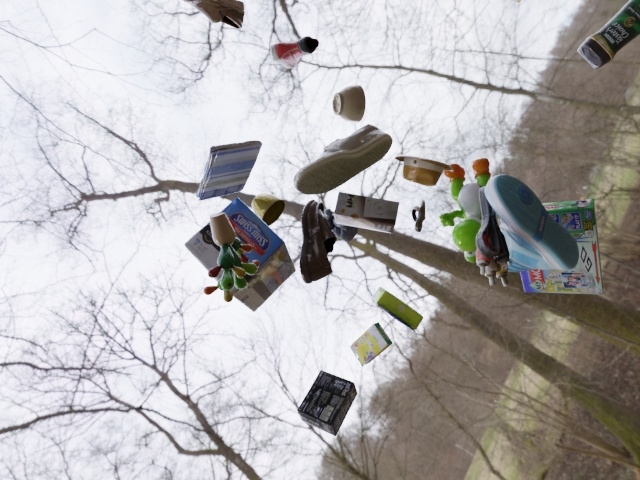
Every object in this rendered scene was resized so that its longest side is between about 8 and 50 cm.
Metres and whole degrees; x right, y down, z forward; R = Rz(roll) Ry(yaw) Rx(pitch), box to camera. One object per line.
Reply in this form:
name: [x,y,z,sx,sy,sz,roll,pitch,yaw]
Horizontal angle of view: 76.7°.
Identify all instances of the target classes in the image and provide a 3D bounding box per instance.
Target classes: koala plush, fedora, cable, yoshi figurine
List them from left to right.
koala plush: [0.152,-0.124,2.071,0.196,0.203,0.221,-15,-18,-41]
fedora: [0.325,-0.220,1.302,0.194,0.194,0.079,0,-74,-57]
yoshi figurine: [0.529,-0.106,1.426,0.203,0.203,0.362,141,129,-72]
cable: [0.413,-0.029,1.023,0.139,0.072,0.287,26,-132,-32]

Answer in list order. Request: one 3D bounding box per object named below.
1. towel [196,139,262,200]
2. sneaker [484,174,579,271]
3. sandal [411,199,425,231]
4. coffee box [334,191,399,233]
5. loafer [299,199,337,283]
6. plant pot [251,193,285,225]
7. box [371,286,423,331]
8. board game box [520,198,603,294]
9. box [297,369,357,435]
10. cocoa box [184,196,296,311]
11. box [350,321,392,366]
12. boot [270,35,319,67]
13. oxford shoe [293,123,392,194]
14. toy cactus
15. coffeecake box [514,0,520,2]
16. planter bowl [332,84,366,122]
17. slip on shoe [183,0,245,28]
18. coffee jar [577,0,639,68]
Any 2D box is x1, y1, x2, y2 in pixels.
towel: [-0.342,-0.258,1.497,0.209,0.034,0.285,-19,-21,-36]
sneaker: [0.491,-0.022,1.067,0.319,0.208,0.127,44,-118,-12]
sandal: [0.427,-0.110,1.777,0.219,0.060,0.090,-61,-31,-47]
coffee box: [0.187,-0.113,1.656,0.141,0.246,0.098,71,-150,-75]
loafer: [0.000,0.000,1.520,0.134,0.130,0.366,74,-166,-54]
plant pot: [-0.223,-0.137,1.644,0.134,0.095,0.134,-44,-19,-20]
box: [0.182,0.161,0.977,0.042,0.109,0.178,-56,-5,0]
board game box: [0.695,0.029,1.196,0.046,0.213,0.317,-55,-52,-40]
box: [0.027,0.584,1.468,0.180,0.147,0.077,-52,-40,-39]
cocoa box: [-0.250,0.062,1.368,0.228,0.231,0.347,-44,-16,-12]
box: [0.203,0.431,1.662,0.043,0.105,0.179,0,-42,-49]
boot: [-0.074,-0.755,1.616,0.244,0.176,0.088,-51,-48,-66]
oxford shoe: [0.070,-0.295,1.446,0.449,0.130,0.169,-33,-22,-29]
toy cactus: [-0.210,0.027,0.903,0.219,0.112,0.180,-71,-31,-67]
coffeecake box: [0.510,-0.758,1.073,0.068,0.142,0.185,175,115,-87]
planter bowl: [0.118,-0.609,1.805,0.109,0.162,0.162,-8,-59,-19]
slip on shoe: [-0.175,-0.380,0.665,0.135,0.051,0.041,-33,-50,-59]
coffee jar: [0.849,-0.591,1.161,0.184,0.096,0.079,-44,-4,21]
